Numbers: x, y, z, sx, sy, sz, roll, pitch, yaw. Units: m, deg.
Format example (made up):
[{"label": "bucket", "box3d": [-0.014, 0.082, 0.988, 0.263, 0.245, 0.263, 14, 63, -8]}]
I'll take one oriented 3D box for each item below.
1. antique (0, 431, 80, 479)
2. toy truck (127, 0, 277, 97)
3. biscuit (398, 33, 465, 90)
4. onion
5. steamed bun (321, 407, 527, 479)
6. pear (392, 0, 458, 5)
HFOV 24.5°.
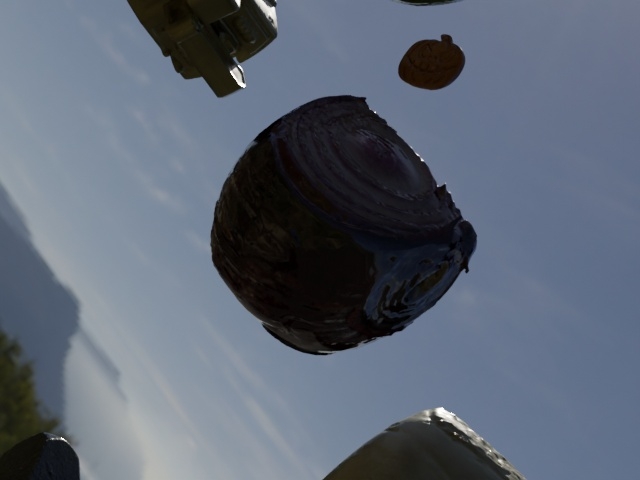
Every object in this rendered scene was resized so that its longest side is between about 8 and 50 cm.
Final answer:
[{"label": "antique", "box3d": [-0.294, 0.281, 1.436, 0.080, 0.081, 0.221, 56, 24, -22]}, {"label": "toy truck", "box3d": [-0.192, -0.369, 1.865, 0.405, 0.180, 0.254, 57, 12, -52]}, {"label": "biscuit", "box3d": [0.134, -0.216, 1.764, 0.091, 0.078, 0.015, 16, -21, 42]}, {"label": "onion", "box3d": [-0.004, 0.002, 1.391, 0.216, 0.207, 0.206, 51, -48, 26]}, {"label": "steamed bun", "box3d": [0.115, 0.341, 1.604, 0.290, 0.273, 0.272, 34, 2, 20]}, {"label": "pear", "box3d": [0.106, -0.317, 1.548, 0.288, 0.239, 0.139, 27, -34, 5]}]
